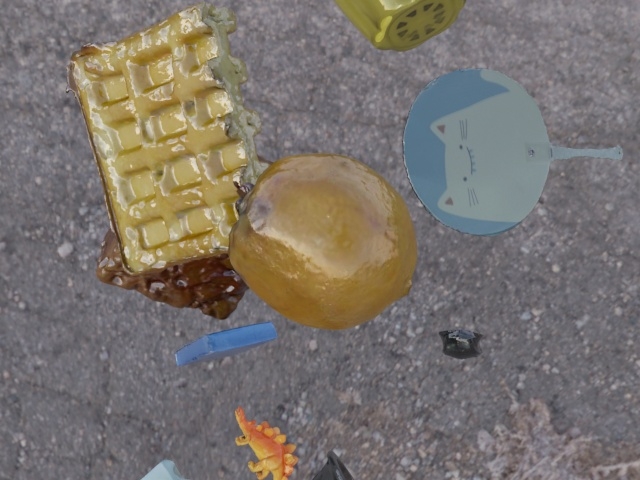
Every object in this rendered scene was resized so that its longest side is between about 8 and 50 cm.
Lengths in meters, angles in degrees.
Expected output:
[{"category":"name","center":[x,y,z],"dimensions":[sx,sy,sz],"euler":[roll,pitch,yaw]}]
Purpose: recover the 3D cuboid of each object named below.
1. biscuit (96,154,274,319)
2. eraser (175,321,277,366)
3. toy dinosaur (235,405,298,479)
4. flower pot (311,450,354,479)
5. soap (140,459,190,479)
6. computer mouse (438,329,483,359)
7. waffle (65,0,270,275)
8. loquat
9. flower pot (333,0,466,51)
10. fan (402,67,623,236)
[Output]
[{"category":"biscuit","center":[-0.245,-0.028,1.519],"dimensions":[0.343,0.395,0.166],"euler":[26,32,-32]},{"category":"eraser","center":[-0.208,0.222,1.512],"dimensions":[0.144,0.312,0.042],"euler":[-9,80,-25]},{"category":"toy dinosaur","center":[-0.114,0.513,1.708],"dimensions":[0.117,0.070,0.288],"euler":[-29,95,-1]},{"category":"flower pot","center":[0.020,0.487,1.170],"dimensions":[0.148,0.235,0.235],"euler":[-33,64,-3]},{"category":"soap","center":[-0.302,0.555,1.413],"dimensions":[0.150,0.261,0.094],"euler":[-36,54,-23]},{"category":"computer mouse","center":[0.254,0.193,1.294],"dimensions":[0.079,0.135,0.047],"euler":[4,75,16]},{"category":"waffle","center":[-0.214,-0.135,1.028],"dimensions":[0.078,0.304,0.348],"euler":[-20,98,-55]},{"category":"loquat","center":[0.000,0.000,0.804],"dimensions":[0.234,0.176,0.187],"euler":[32,81,-10]},{"category":"flower pot","center":[0.098,-0.361,0.952],"dimensions":[0.195,0.195,0.179],"euler":[-19,73,-22]},{"category":"fan","center":[0.135,-0.060,0.485],"dimensions":[0.176,0.005,0.113],"euler":[-2,89,-19]}]
